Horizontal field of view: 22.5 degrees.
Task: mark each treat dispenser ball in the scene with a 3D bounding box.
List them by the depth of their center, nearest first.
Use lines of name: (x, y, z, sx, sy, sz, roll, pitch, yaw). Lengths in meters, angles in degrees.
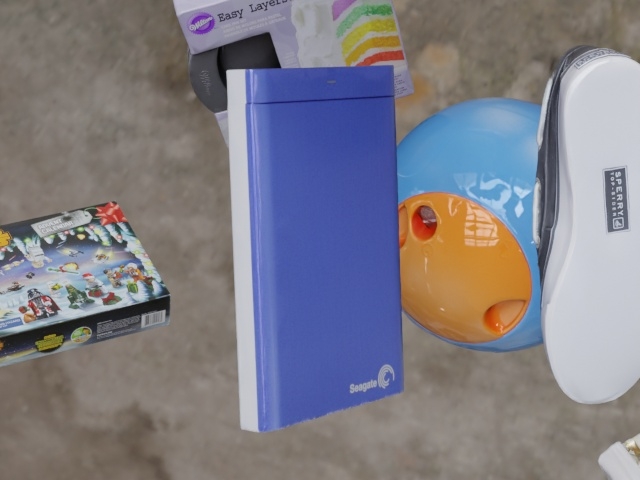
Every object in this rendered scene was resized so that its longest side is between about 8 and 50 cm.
treat dispenser ball: (0.197, -0.017, 1.810, 0.288, 0.288, 0.288, 11, 133, 12)

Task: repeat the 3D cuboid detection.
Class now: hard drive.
hard drive: (0.000, 0.000, 1.485, 0.040, 0.210, 0.318, 3, 98, 39)

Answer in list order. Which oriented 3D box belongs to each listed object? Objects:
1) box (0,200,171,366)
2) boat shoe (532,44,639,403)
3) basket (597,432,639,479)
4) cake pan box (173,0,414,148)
box: (-0.168, 0.027, 0.950, 0.137, 0.094, 0.027, -14, 134, -23)
boat shoe: (0.226, -0.015, 1.358, 0.108, 0.102, 0.301, -7, 106, -8)
basket: (0.275, 0.197, 1.066, 0.103, 0.113, 0.167, -32, 124, -2)
cake pan box: (-0.035, -0.246, 1.985, 0.267, 0.070, 0.245, -15, 137, 1)
